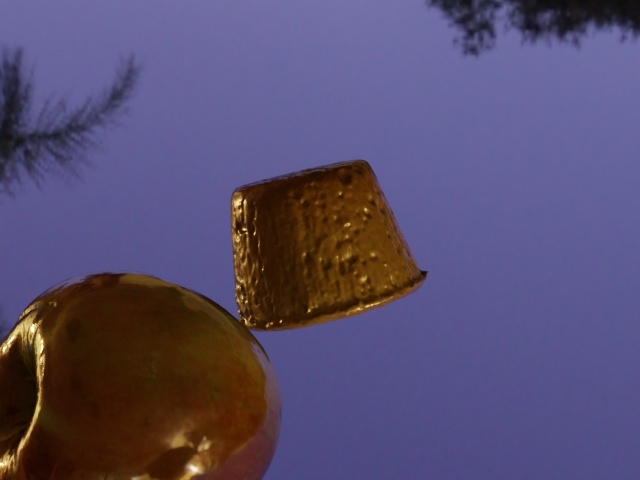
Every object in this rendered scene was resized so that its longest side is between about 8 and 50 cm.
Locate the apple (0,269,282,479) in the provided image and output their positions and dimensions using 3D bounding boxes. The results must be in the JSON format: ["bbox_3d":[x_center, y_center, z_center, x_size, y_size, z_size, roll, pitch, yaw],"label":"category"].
[{"bbox_3d":[-0.122,0.115,0.766,0.195,0.196,0.196,0,-136,0],"label":"apple"}]

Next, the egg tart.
[{"bbox_3d":[0.000,0.000,1.198,0.202,0.147,0.202,-12,-175,1],"label":"egg tart"}]
